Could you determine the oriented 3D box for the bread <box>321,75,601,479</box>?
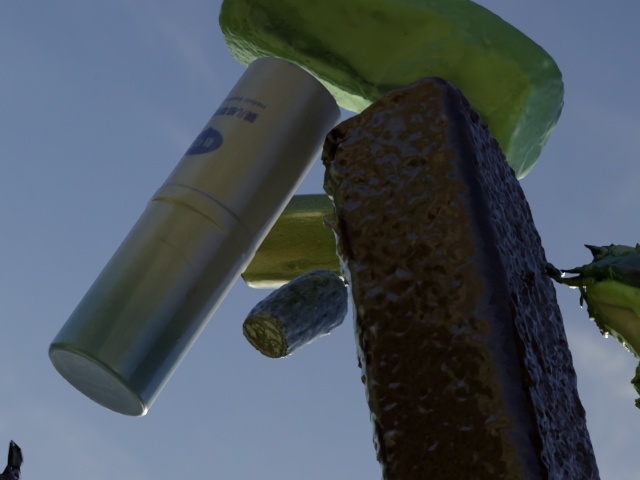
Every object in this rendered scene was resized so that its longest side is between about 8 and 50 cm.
[{"bbox_3d":[0.095,0.103,1.076,0.113,0.417,0.165,-23,-40,18],"label":"bread"}]

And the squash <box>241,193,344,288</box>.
[{"bbox_3d":[0.000,0.000,2.127,0.186,0.123,0.123,-2,-51,24],"label":"squash"}]

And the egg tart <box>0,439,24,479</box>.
[{"bbox_3d":[-0.207,0.147,0.632,0.150,0.352,0.352,24,-29,-12],"label":"egg tart"}]

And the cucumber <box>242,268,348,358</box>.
[{"bbox_3d":[-0.022,0.068,1.627,0.064,0.112,0.064,12,-67,29],"label":"cucumber"}]

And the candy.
[{"bbox_3d":[0.065,-0.178,1.673,0.343,0.142,0.132,29,-26,22],"label":"candy"}]

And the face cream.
[{"bbox_3d":[-0.079,-0.006,1.146,0.077,0.250,0.077,25,-26,14],"label":"face cream"}]

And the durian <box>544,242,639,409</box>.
[{"bbox_3d":[0.247,0.085,0.982,0.375,0.107,0.132,22,0,42],"label":"durian"}]
